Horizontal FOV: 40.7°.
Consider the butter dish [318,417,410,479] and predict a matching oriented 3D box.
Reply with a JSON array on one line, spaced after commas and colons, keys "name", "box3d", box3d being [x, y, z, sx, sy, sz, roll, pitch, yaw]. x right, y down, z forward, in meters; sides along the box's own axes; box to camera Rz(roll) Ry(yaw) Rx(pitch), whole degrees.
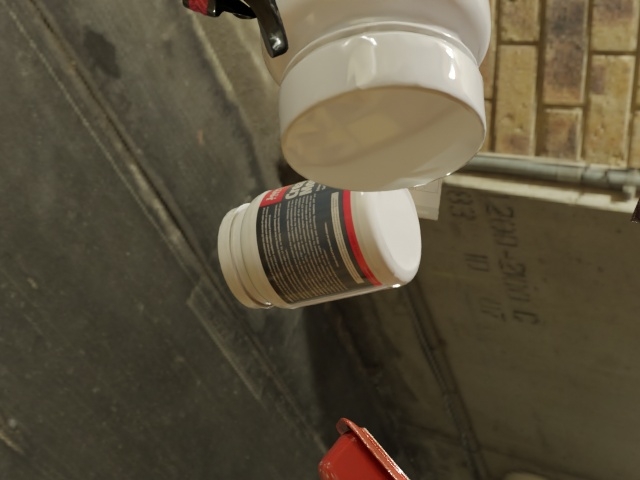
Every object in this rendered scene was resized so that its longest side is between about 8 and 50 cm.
[{"name": "butter dish", "box3d": [0.046, 0.341, 1.197, 0.118, 0.160, 0.160, -40, 169, -14]}]

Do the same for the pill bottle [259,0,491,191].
[{"name": "pill bottle", "box3d": [0.035, -0.189, 0.617, 0.160, 0.160, 0.283, 41, 41, -56]}]

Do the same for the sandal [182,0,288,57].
[{"name": "sandal", "box3d": [-0.056, -0.136, 0.392, 0.067, 0.040, 0.179, 67, 8, 18]}]

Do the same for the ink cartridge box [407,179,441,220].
[{"name": "ink cartridge box", "box3d": [0.135, -0.179, 1.730, 0.060, 0.275, 0.239, -15, 112, -59]}]

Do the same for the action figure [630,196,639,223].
[{"name": "action figure", "box3d": [0.566, 0.010, 1.157, 0.185, 0.285, 0.099, -27, 141, -46]}]

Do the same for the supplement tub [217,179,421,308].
[{"name": "supplement tub", "box3d": [0.000, 0.000, 1.326, 0.191, 0.272, 0.191, 36, 47, -52]}]
